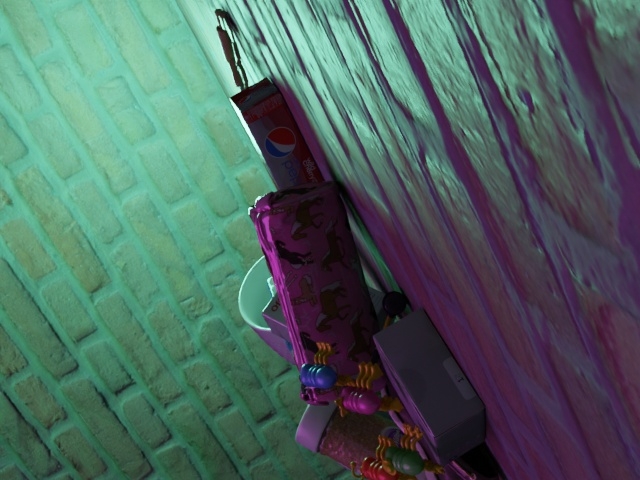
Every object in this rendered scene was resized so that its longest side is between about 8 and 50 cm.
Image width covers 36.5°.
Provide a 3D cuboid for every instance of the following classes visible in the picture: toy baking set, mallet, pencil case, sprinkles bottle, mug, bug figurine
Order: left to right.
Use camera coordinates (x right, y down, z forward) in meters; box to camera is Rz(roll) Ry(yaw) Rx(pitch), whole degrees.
[{"bbox_3d":[-0.168,-0.337,1.951,0.256,0.030,0.197,76,176,-51],"label":"toy baking set"},{"bbox_3d":[-0.001,0.088,1.646,0.167,0.160,0.386,-55,-49,-74],"label":"pencil case"},{"bbox_3d":[0.014,0.218,2.576,0.374,0.276,0.328,17,155,40],"label":"mug"},{"bbox_3d":[0.070,0.288,1.510,0.279,0.072,0.216,57,154,-9],"label":"bug figurine"},{"bbox_3d":[0.097,0.171,1.578,0.039,0.190,0.062,19,170,1],"label":"mallet"},{"bbox_3d":[0.133,0.398,1.793,0.355,0.121,0.121,26,167,13],"label":"sprinkles bottle"}]

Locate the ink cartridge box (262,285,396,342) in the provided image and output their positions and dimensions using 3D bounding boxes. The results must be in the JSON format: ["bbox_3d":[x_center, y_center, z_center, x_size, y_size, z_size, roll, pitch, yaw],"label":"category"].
[{"bbox_3d":[0.015,0.142,1.860,0.208,0.153,0.087,24,156,28],"label":"ink cartridge box"}]

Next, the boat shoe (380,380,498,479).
[{"bbox_3d":[0.207,0.326,1.709,0.116,0.097,0.324,12,-145,-35],"label":"boat shoe"}]

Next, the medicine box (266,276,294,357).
[{"bbox_3d":[0.016,0.228,2.239,0.289,0.149,0.263,62,-178,-32],"label":"medicine box"}]

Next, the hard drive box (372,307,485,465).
[{"bbox_3d":[0.172,0.234,1.507,0.181,0.089,0.232,59,177,24],"label":"hard drive box"}]

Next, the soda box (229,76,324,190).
[{"bbox_3d":[-0.070,-0.166,1.816,0.263,0.083,0.092,63,175,-31],"label":"soda box"}]

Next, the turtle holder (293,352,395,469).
[{"bbox_3d":[0.087,0.323,1.972,0.243,0.227,0.320,37,159,32],"label":"turtle holder"}]
